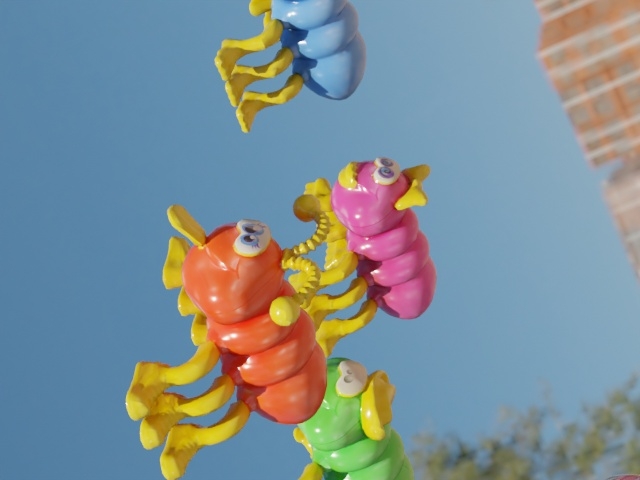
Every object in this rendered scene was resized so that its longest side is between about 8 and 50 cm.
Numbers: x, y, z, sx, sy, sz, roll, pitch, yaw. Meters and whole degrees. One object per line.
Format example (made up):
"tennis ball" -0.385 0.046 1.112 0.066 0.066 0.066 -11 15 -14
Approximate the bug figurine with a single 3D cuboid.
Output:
"bug figurine" 0.000 0.000 0.685 0.279 0.072 0.216 -82 -23 -45

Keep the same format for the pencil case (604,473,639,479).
"pencil case" 0.311 0.215 0.931 0.167 0.386 0.160 -45 -63 -40
